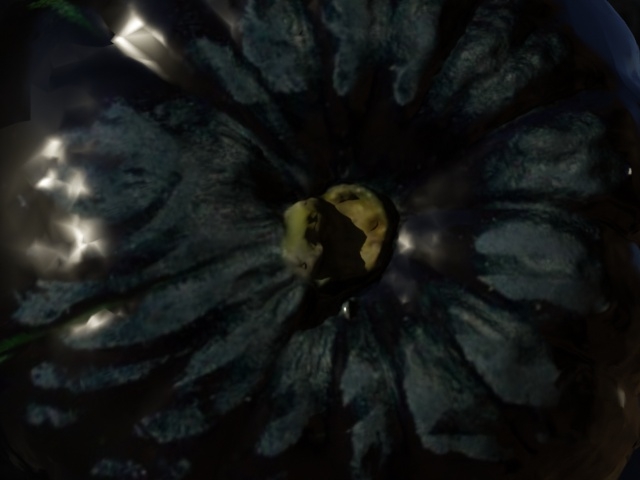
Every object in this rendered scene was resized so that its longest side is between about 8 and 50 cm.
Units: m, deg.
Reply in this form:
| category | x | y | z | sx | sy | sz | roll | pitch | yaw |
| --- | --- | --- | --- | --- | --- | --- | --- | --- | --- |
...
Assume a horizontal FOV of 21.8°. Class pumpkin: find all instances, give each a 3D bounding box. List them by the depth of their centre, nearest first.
| category | x | y | z | sx | sy | sz | roll | pitch | yaw |
| --- | --- | --- | --- | --- | --- | --- | --- | --- | --- |
| pumpkin | 0.000 | 0.000 | 0.791 | 0.363 | 0.363 | 0.266 | -1 | -6 | -4 |
